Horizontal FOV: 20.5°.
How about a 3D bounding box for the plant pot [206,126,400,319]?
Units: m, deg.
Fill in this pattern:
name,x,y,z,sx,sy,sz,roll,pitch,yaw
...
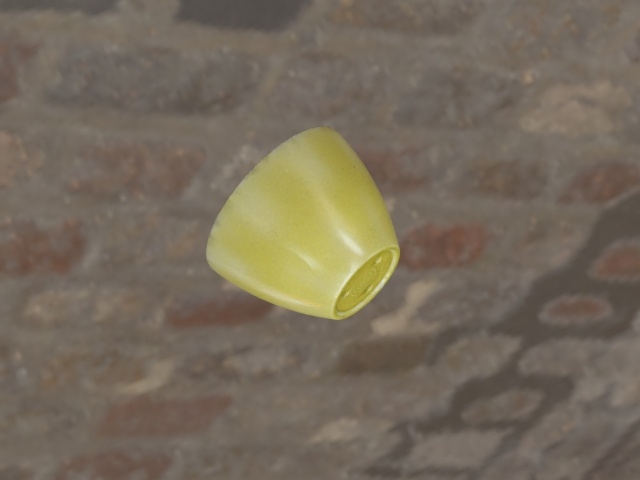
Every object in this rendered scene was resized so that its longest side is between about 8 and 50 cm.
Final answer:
name,x,y,z,sx,sy,sz,roll,pitch,yaw
plant pot,0.000,0.000,1.260,0.134,0.095,0.134,-40,157,-21
